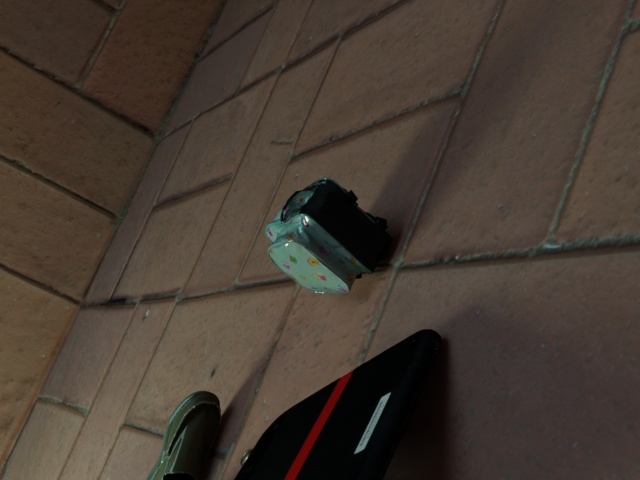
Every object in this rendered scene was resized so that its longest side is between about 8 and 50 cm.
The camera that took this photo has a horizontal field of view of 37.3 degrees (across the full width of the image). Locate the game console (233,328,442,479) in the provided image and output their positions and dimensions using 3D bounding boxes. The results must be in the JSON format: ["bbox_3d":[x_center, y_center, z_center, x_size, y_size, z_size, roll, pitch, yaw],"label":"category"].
[{"bbox_3d":[-0.013,0.295,1.177,0.342,0.060,0.386,-36,12,35],"label":"game console"}]

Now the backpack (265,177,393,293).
[{"bbox_3d":[0.000,0.000,1.511,0.144,0.166,0.188,-56,18,-14],"label":"backpack"}]

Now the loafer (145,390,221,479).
[{"bbox_3d":[-0.235,0.389,1.672,0.087,0.094,0.251,17,83,55],"label":"loafer"}]

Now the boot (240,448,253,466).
[{"bbox_3d":[-0.095,0.372,1.447,0.106,0.037,0.114,-43,33,41],"label":"boot"}]
